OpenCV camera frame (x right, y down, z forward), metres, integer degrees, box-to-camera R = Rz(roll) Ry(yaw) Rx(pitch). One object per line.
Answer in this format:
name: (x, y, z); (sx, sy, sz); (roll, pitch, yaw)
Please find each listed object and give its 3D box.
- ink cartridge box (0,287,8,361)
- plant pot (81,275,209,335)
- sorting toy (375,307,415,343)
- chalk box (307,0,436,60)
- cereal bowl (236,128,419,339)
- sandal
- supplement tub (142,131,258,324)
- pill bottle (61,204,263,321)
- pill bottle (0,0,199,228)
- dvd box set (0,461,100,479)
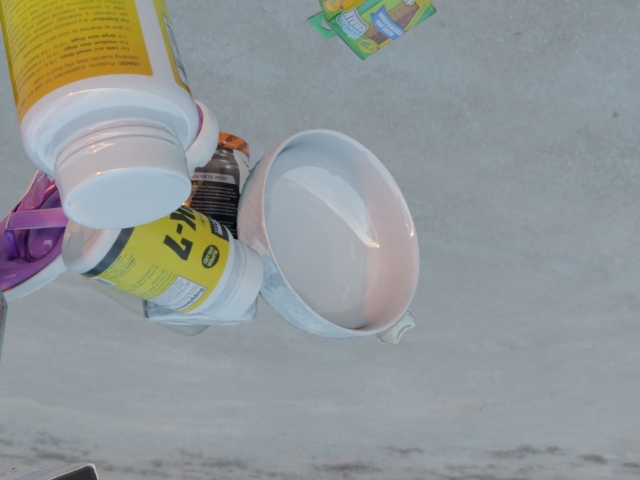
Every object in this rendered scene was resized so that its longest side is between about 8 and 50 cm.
ink cartridge box: (-0.372, 0.043, 0.585); (0.128, 0.128, 0.176); (-13, 124, -12)
plant pot: (-0.382, 0.065, 1.494); (0.274, 0.256, 0.257); (22, 146, -40)
sorting toy: (0.147, 0.164, 1.267); (0.083, 0.045, 0.075); (-45, 132, 2)
chalk box: (0.078, -0.437, 1.215); (0.213, 0.132, 0.132); (-29, 145, 26)
cereal bowl: (0.000, 0.000, 1.061); (0.339, 0.338, 0.141); (24, 147, -35)
sandal: (-0.332, -0.076, 0.901); (0.416, 0.169, 0.102); (-35, 139, 3)
supplement tub: (-0.215, -0.017, 1.219); (0.207, 0.337, 0.207); (0, 170, 0)
pill bottle: (-0.175, 0.015, 0.766); (0.119, 0.119, 0.209); (-23, 142, 38)
pill bottle: (-0.156, -0.121, 0.466); (0.117, 0.214, 0.117); (-16, 161, -6)
dvd box set: (-0.510, 0.389, 0.893); (0.308, 0.062, 0.421); (-13, 172, -40)
